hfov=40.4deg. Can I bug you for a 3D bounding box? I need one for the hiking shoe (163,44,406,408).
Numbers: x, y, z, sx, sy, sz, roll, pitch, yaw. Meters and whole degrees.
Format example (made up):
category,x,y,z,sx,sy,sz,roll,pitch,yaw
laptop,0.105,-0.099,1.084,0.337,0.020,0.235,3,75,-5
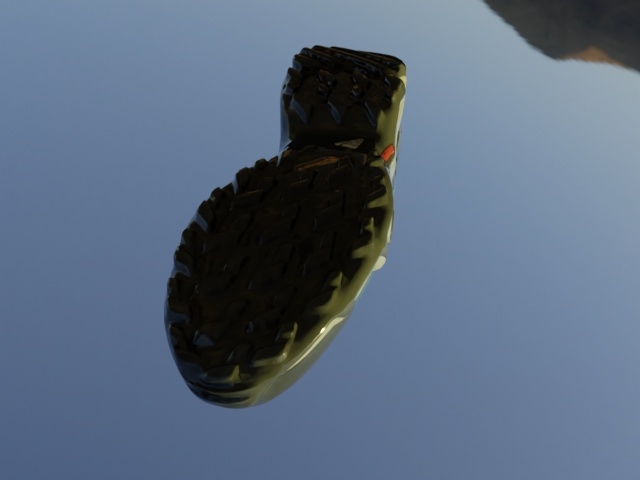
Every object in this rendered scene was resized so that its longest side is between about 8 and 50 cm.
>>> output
category,x,y,z,sx,sy,sz,roll,pitch,yaw
hiking shoe,0.000,0.000,0.550,0.113,0.132,0.304,10,-137,16
